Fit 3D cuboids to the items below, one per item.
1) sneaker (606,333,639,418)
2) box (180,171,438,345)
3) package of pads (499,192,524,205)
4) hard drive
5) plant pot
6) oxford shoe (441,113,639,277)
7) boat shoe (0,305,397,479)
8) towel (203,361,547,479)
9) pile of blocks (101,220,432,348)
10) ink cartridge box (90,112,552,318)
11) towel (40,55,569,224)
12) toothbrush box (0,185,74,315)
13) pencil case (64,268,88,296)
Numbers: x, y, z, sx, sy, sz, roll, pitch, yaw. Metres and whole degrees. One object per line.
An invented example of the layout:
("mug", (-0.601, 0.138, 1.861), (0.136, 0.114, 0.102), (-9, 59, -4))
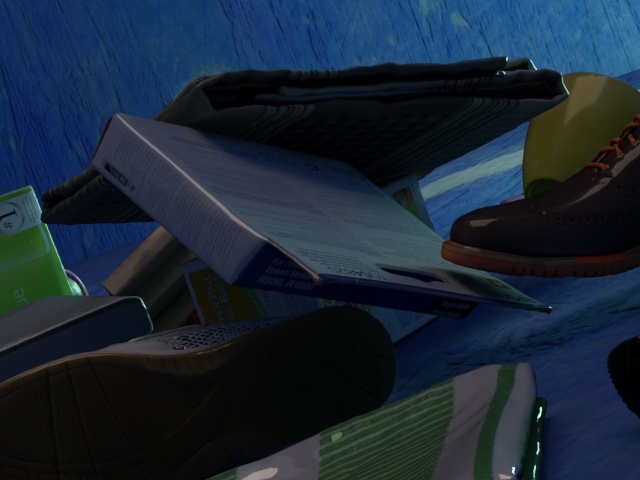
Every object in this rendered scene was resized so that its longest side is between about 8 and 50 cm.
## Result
("sneaker", (0.210, 0.039, 0.871), (0.161, 0.057, 0.075), (-19, 10, 47))
("box", (0.003, 0.033, 1.434), (0.103, 0.114, 0.203), (-16, 5, 31))
("package of pads", (0.211, -0.035, 1.803), (0.083, 0.032, 0.050), (-21, 6, 1))
("hard drive", (-0.279, 0.100, 1.650), (0.203, 0.040, 0.307), (-24, 6, -19))
("plant pot", (0.221, -0.059, 1.594), (0.134, 0.134, 0.095), (-14, 34, 52))
("oxford shoe", (0.196, -0.037, 1.235), (0.271, 0.098, 0.097), (-12, 14, -25))
("boat shoe", (-0.091, 0.105, 1.207), (0.277, 0.098, 0.096), (-12, 4, -5))
("towel", (-0.049, 0.144, 0.914), (0.324, 0.038, 0.248), (-20, 6, 10))
("pile of blocks", (-0.018, 0.000, 1.716), (0.362, 0.112, 0.149), (-32, -34, -29))
("ink cartridge box", (0.000, 0.000, 1.216), (0.223, 0.045, 0.224), (10, 20, -45))
("towel", (-0.019, -0.078, 1.436), (0.312, 0.056, 0.324), (-4, -12, -30))
("toothbrush box", (-0.383, 0.093, 1.848), (0.283, 0.206, 0.122), (-22, 6, -23))
("pencil case", (-0.389, 0.099, 2.303), (0.124, 0.124, 0.284), (-24, 7, -35))
